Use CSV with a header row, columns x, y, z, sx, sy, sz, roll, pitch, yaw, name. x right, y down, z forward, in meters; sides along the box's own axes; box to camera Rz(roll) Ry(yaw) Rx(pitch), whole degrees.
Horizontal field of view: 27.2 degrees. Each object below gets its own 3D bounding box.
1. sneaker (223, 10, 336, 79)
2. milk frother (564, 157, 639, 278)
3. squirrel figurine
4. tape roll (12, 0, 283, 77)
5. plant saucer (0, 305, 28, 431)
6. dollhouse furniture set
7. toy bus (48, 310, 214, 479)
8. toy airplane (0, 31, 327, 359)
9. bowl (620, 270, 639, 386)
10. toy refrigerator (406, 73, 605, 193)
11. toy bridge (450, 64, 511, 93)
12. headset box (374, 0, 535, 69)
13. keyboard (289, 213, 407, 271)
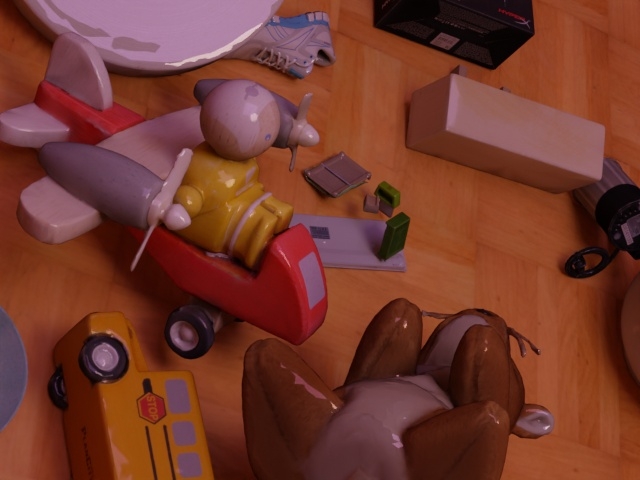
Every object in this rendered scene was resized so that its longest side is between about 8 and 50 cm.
x,y,z,sx,sy,sz,roll,pitch,yaw,name
-0.050,-0.251,1.748,0.190,0.071,0.083,-15,80,-38,sneaker
0.400,-0.028,1.909,0.143,0.129,0.135,-13,32,-9,milk frother
0.116,0.257,1.480,0.370,0.281,0.397,-26,119,-63,squirrel figurine
-0.210,-0.396,1.606,0.392,0.072,0.392,0,90,-18,tape roll
-0.395,0.128,1.332,0.195,0.037,0.195,16,57,-27,plant saucer
0.050,-0.046,1.721,0.151,0.059,0.076,38,49,24,dollhouse furniture set
-0.185,0.243,1.361,0.130,0.108,0.333,0,66,-33,toy bus
-0.157,-0.093,1.451,0.384,0.272,0.386,22,39,-33,toy airplane
0.526,0.147,1.865,0.297,0.134,0.298,16,57,-26,bowl
0.263,-0.150,1.862,0.269,0.102,0.094,15,73,-26,toy refrigerator
0.268,-0.196,1.952,0.188,0.026,0.063,22,57,-22,toy bridge
0.195,-0.429,1.975,0.218,0.110,0.293,16,58,-25,headset box
0.000,0.000,1.681,0.256,0.014,0.072,4,58,-32,keyboard
